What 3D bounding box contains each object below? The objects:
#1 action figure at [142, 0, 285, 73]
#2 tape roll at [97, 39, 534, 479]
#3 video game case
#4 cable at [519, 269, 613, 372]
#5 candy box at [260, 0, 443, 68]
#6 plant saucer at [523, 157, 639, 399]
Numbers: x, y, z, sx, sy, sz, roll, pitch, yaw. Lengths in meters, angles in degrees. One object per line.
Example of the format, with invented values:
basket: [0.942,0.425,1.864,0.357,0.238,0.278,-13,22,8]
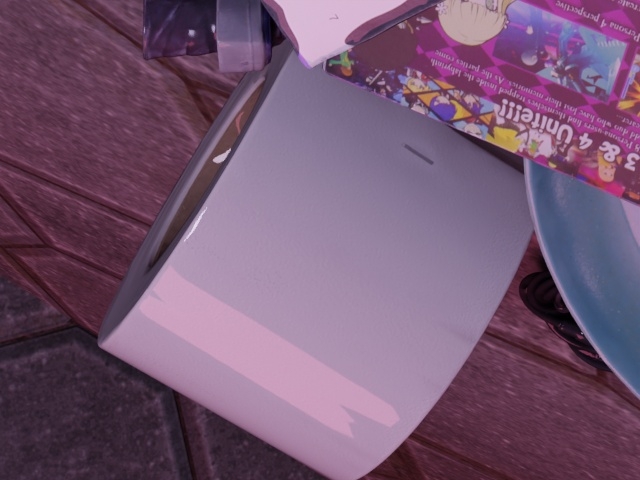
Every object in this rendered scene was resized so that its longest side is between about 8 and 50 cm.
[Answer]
action figure: [0.059,-0.116,0.760,0.285,0.099,0.185,14,158,-3]
tape roll: [0.000,0.000,0.953,0.169,0.246,0.246,32,165,-10]
video game case: [0.124,-0.109,0.572,0.232,0.042,0.210,24,132,15]
cable: [0.217,0.059,1.165,0.151,0.047,0.184,22,167,41]
candy box: [-0.012,-0.173,0.447,0.070,0.165,0.196,-25,113,27]
plant saucer: [0.235,-0.015,0.630,0.318,0.043,0.317,18,131,22]
